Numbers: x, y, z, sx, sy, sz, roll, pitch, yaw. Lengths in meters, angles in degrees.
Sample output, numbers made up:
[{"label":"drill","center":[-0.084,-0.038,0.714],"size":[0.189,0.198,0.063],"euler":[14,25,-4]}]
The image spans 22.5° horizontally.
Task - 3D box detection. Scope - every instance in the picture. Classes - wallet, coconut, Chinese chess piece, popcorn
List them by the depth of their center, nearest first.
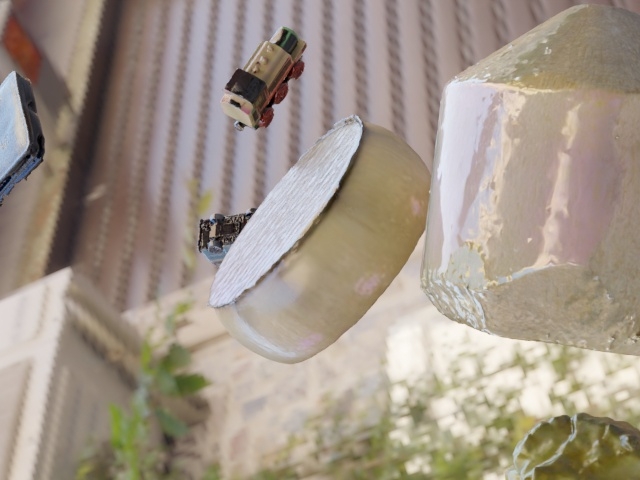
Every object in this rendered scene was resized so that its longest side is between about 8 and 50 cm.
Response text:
[{"label":"coconut","center":[0.245,-0.063,1.496],"size":[0.297,0.297,0.309],"euler":[-14,-66,-72]},{"label":"Chinese chess piece","center":[0.000,0.000,1.667],"size":[0.112,0.270,0.270],"euler":[39,-154,-13]},{"label":"popcorn","center":[0.273,0.272,1.685],"size":[0.195,0.168,0.173],"euler":[-62,-14,-45]},{"label":"wallet","center":[-0.469,-0.119,2.269],"size":[0.036,0.222,0.167],"euler":[23,-144,-42]}]

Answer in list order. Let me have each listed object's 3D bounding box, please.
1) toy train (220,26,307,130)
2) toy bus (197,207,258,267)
[{"label":"toy train","center":[-0.065,-0.197,1.923],"size":[0.050,0.138,0.087],"euler":[28,164,16]},{"label":"toy bus","center":[-0.109,-0.001,2.335],"size":[0.075,0.123,0.060],"euler":[59,-153,-53]}]
